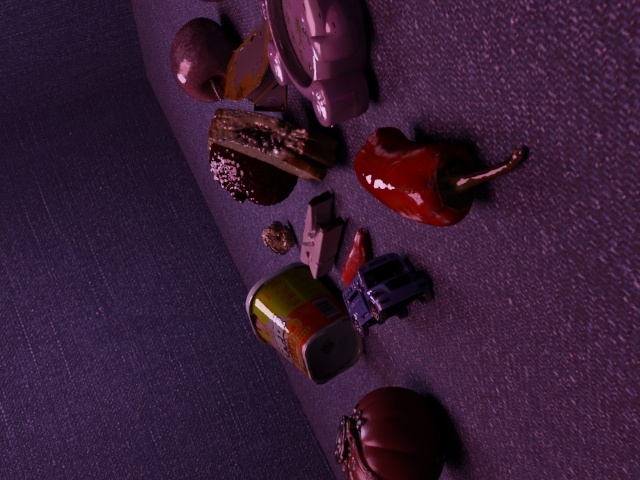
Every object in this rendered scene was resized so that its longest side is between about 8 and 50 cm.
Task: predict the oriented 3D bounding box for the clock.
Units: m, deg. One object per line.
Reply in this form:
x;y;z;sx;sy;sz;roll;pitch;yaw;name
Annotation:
-0.016;-0.406;1.253;0.295;0.113;0.322;51;158;46;clock

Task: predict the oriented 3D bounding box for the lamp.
0.170;0.508;1.647;0.303;0.256;0.303;-168;90;-87;lamp

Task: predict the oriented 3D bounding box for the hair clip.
0.004;-0.002;1.829;0.101;0.085;0.331;53;162;20;hair clip

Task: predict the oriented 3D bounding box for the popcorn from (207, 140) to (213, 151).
-0.345;-0.360;2.459;0.125;0.126;0.145;21;120;36;popcorn

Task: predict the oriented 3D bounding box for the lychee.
-0.172;-0.217;1.808;0.261;0.260;0.261;58;163;30;lychee

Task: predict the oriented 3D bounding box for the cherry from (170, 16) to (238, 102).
-0.343;-0.531;2.010;0.236;0.212;0.286;122;133;-62;cherry

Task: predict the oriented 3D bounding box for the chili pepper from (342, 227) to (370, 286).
0.090;0.063;1.676;0.071;0.063;0.272;46;155;23;chili pepper

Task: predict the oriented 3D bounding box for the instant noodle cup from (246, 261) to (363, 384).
-0.038;0.258;2.058;0.308;0.293;0.294;38;148;48;instant noodle cup

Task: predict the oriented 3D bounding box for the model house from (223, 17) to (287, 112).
-0.112;-0.377;1.544;0.207;0.135;0.219;-35;44;38;model house

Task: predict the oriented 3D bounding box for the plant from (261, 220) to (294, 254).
-0.148;-0.013;2.309;0.117;0.104;0.122;61;174;-22;plant

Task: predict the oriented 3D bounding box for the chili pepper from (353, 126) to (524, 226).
0.172;-0.086;1.039;0.338;0.131;0.135;34;154;61;chili pepper

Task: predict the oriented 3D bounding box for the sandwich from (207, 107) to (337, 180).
-0.111;-0.231;1.564;0.254;0.288;0.100;-158;90;-76;sandwich

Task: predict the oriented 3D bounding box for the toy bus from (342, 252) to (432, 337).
0.134;0.115;1.471;0.133;0.125;0.292;64;166;12;toy bus
